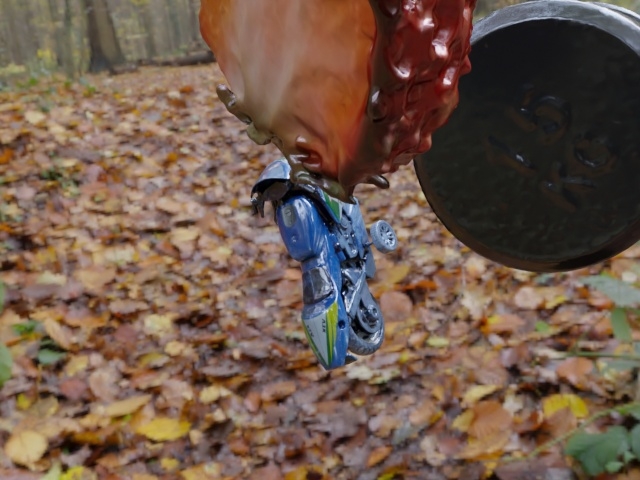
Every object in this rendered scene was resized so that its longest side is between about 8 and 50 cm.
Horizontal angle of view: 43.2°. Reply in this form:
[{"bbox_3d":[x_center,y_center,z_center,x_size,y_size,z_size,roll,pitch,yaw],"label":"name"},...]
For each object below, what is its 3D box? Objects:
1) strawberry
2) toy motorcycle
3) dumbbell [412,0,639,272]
[{"bbox_3d":[0.022,-0.138,0.379,0.111,0.236,0.190,-19,54,-24],"label":"strawberry"},{"bbox_3d":[0.000,0.000,0.802,0.092,0.254,0.135,-24,-15,35],"label":"toy motorcycle"},{"bbox_3d":[0.218,-0.108,0.715,0.204,0.203,0.322,-1,14,24],"label":"dumbbell"}]
